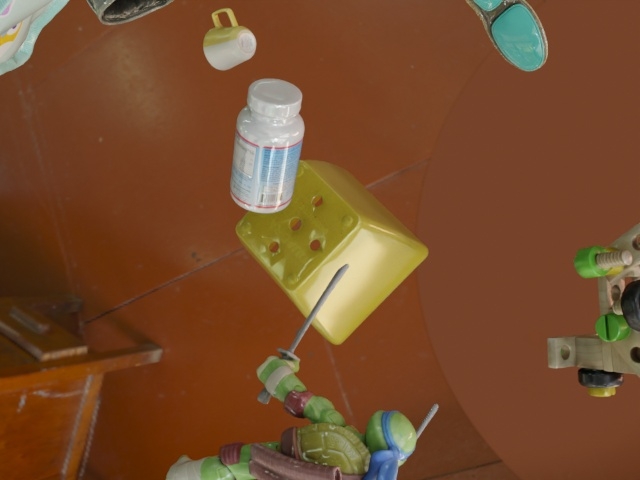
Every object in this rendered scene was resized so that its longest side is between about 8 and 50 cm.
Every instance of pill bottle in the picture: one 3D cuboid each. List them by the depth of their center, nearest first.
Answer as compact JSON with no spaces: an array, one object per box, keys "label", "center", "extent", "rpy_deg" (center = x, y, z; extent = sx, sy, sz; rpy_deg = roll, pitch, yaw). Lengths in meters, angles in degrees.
[{"label":"pill bottle","center":[-0.068,-0.121,0.923],"extent":[0.087,0.087,0.160],"rpy_deg":[36,134,25]}]

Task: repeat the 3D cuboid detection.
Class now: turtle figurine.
[{"label":"turtle figurine","center":[-0.010,0.226,0.779],"extent":[0.266,0.198,0.275],"rpy_deg":[-31,34,15]}]

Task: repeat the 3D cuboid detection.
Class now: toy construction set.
[{"label":"toy construction set","center":[0.422,0.073,0.946],"extent":[0.237,0.308,0.258],"rpy_deg":[-19,101,59]}]

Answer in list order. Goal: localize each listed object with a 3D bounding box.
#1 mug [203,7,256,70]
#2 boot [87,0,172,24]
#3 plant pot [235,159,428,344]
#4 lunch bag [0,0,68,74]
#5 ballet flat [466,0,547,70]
[{"label":"mug","center":[-0.131,-0.286,1.038],"extent":[0.064,0.078,0.062],"rpy_deg":[3,58,46]},{"label":"boot","center":[-0.195,-0.338,0.730],"extent":[0.189,0.076,0.208],"rpy_deg":[-37,72,-10]},{"label":"plant pot","center":[0.000,0.000,1.081],"extent":[0.212,0.187,0.212],"rpy_deg":[-46,64,4]},{"label":"lunch bag","center":[-0.175,-0.227,0.330],"extent":[0.262,0.160,0.223],"rpy_deg":[-36,108,26]},{"label":"ballet flat","center":[0.253,-0.331,1.016],"extent":[0.073,0.067,0.206],"rpy_deg":[-31,114,27]}]
